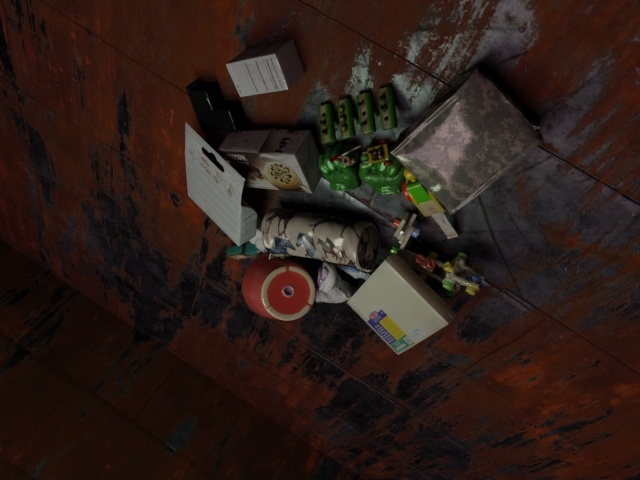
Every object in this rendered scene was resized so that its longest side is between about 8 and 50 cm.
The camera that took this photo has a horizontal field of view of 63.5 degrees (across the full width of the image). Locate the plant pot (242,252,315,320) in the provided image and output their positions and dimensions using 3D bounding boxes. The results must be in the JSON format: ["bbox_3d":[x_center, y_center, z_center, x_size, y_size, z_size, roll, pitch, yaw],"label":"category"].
[{"bbox_3d":[-0.140,0.177,1.904,0.275,0.275,0.243,45,171,-12],"label":"plant pot"}]

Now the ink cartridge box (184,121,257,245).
[{"bbox_3d":[-0.343,-0.198,1.795,0.308,0.091,0.385,44,148,18],"label":"ink cartridge box"}]

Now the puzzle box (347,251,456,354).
[{"bbox_3d":[0.253,0.225,1.736,0.272,0.052,0.409,45,152,8],"label":"puzzle box"}]

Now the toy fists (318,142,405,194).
[{"bbox_3d":[0.121,-0.214,1.531,0.279,0.096,0.142,8,132,31],"label":"toy fists"}]

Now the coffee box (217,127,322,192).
[{"bbox_3d":[-0.155,-0.258,1.645,0.297,0.118,0.168,9,145,28],"label":"coffee box"}]

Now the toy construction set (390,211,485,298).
[{"bbox_3d":[0.339,0.061,1.605,0.328,0.151,0.215,41,171,9],"label":"toy construction set"}]

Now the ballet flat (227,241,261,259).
[{"bbox_3d":[-0.295,0.043,2.122,0.206,0.073,0.067,-4,155,41],"label":"ballet flat"}]

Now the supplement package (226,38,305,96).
[{"bbox_3d":[-0.152,-0.481,1.446,0.179,0.105,0.105,2,131,33],"label":"supplement package"}]

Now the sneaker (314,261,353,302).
[{"bbox_3d":[0.055,0.160,1.922,0.152,0.114,0.305,9,160,1],"label":"sneaker"}]

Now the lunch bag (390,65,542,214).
[{"bbox_3d":[0.356,-0.250,1.262,0.235,0.169,0.287,43,127,-9],"label":"lunch bag"}]

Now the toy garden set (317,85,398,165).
[{"bbox_3d":[0.094,-0.295,1.423,0.244,0.049,0.203,-5,93,38],"label":"toy garden set"}]

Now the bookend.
[{"bbox_3d":[-0.323,-0.430,1.644,0.156,0.072,0.157,8,133,28],"label":"bookend"}]

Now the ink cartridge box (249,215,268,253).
[{"bbox_3d":[-0.231,-0.023,2.002,0.135,0.056,0.099,41,141,-6],"label":"ink cartridge box"}]

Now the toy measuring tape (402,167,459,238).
[{"bbox_3d":[0.324,-0.127,1.494,0.121,0.121,0.330,-3,150,37],"label":"toy measuring tape"}]

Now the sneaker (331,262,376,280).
[{"bbox_3d":[0.107,0.099,1.880,0.191,0.071,0.083,25,146,13],"label":"sneaker"}]

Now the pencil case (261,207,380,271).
[{"bbox_3d":[0.000,0.000,1.777,0.411,0.160,0.183,10,116,28],"label":"pencil case"}]
